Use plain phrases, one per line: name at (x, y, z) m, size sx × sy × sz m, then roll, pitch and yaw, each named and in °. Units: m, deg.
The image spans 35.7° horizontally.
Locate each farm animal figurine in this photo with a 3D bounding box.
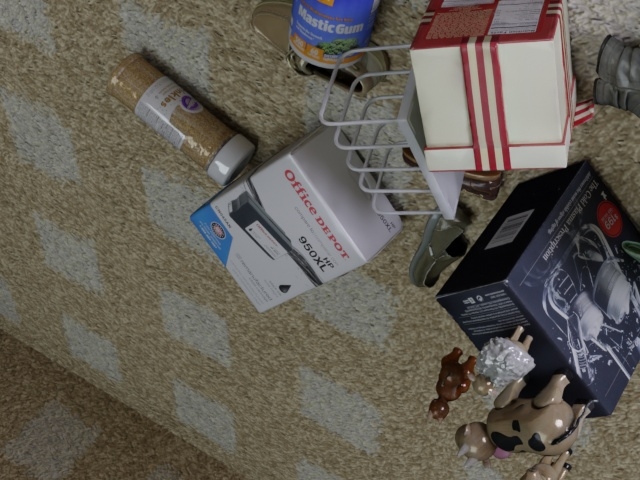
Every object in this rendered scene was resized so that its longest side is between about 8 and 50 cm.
farm animal figurine at (0.327, 0.332, 1.682) m, size 0.330 × 0.172 × 0.327 m, roll 43°, pitch 147°, yaw -2°

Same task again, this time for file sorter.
file sorter at (0.140, -0.193, 1.785) m, size 0.173 × 0.192 × 0.277 m, roll 0°, pitch 145°, yaw 27°

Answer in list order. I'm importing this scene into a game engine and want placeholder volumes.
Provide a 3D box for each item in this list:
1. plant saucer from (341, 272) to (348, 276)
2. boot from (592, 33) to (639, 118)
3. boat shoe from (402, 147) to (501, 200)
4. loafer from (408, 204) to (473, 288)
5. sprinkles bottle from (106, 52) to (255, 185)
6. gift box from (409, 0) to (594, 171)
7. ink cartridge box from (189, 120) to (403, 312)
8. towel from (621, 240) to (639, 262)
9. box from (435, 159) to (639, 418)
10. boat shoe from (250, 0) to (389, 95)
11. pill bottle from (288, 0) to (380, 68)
plant saucer at (0.000, 0.000, 2.339) m, size 0.199 × 0.036 × 0.198 m, roll 25°, pitch 142°, yaw 21°
boot at (0.506, -0.282, 1.540) m, size 0.161 × 0.083 × 0.246 m, roll 30°, pitch 142°, yaw 25°
boat shoe at (0.251, -0.132, 1.934) m, size 0.207 × 0.073 × 0.073 m, roll 23°, pitch 139°, yaw 24°
loafer at (0.253, 0.023, 2.078) m, size 0.087 × 0.094 × 0.251 m, roll 33°, pitch 144°, yaw 18°
sprinkles bottle at (-0.319, -0.276, 2.269) m, size 0.355 × 0.121 × 0.121 m, roll 39°, pitch 144°, yaw 4°
gift box at (0.302, -0.261, 1.612) m, size 0.255 × 0.276 × 0.258 m, roll 3°, pitch 127°, yaw 24°
ink cartridge box at (-0.059, -0.043, 2.184) m, size 0.395 × 0.166 × 0.285 m, roll -28°, pitch 101°, yaw 46°
towel at (0.689, 0.123, 1.703) m, size 0.325 × 0.038 × 0.248 m, roll 39°, pitch 175°, yaw -22°
box at (0.430, 0.091, 1.773) m, size 0.312 × 0.343 × 0.179 m, roll 50°, pitch 145°, yaw -15°
boat shoe at (-0.018, -0.369, 1.911) m, size 0.302 × 0.098 × 0.109 m, roll 30°, pitch 143°, yaw 16°
pill bottle at (0.034, -0.447, 1.737) m, size 0.152 × 0.152 × 0.272 m, roll 32°, pitch 144°, yaw 13°
